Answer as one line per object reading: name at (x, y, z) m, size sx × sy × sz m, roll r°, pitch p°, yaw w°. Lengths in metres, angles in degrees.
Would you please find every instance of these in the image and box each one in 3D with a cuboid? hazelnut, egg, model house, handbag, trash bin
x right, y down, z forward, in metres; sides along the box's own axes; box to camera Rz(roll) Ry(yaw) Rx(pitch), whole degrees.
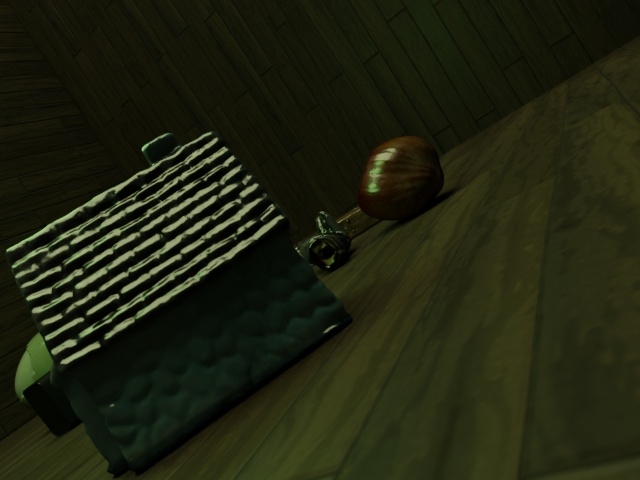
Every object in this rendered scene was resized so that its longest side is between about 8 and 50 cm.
hazelnut at (0.193, -0.137, 1.251) m, size 0.210 × 0.210 × 0.186 m, roll -33°, pitch -20°, yaw -9°
egg at (-0.783, 0.386, 1.647) m, size 0.336 × 0.278 × 0.278 m, roll -32°, pitch 3°, yaw -27°
model house at (-0.216, 0.059, 0.717) m, size 0.360 × 0.338 × 0.297 m, roll -34°, pitch 5°, yaw -11°
handbag at (0.132, -0.072, 1.623) m, size 0.194 × 0.072 × 0.151 m, roll -34°, pitch 3°, yaw 7°
trash bin at (-0.646, 0.388, 1.414) m, size 0.115 × 0.165 × 0.225 m, roll -30°, pitch 7°, yaw 30°

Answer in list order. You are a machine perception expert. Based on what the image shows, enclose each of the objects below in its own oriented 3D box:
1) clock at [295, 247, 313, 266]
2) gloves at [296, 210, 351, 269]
clock at (-0.052, 0.050, 1.610) m, size 0.150 × 0.063 × 0.197 m, roll -32°, pitch 4°, yaw -9°
gloves at (0.004, 0.010, 1.283) m, size 0.143 × 0.119 × 0.285 m, roll -21°, pitch 19°, yaw 6°
